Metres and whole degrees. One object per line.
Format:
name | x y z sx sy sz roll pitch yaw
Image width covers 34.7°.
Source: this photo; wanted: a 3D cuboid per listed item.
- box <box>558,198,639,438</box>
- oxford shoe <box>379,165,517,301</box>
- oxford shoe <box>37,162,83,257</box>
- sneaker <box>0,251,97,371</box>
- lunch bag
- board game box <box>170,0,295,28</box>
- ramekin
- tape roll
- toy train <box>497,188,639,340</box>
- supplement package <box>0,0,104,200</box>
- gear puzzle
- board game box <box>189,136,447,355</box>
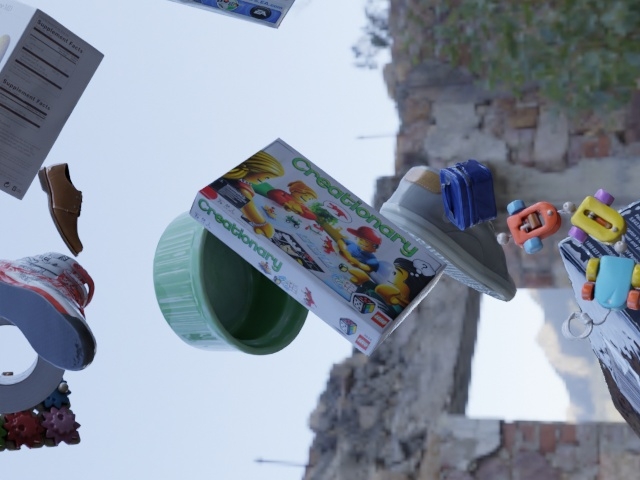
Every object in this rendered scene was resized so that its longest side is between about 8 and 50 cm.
box | 0.734 0.128 1.775 0.480 0.471 0.297 61 179 -37
oxford shoe | 0.247 -0.002 1.763 0.449 0.169 0.130 36 -101 -54
oxford shoe | -0.536 -0.069 2.180 0.076 0.076 0.212 96 155 -81
sneaker | -0.353 0.086 1.408 0.145 0.270 0.090 -13 -61 -48
lunch bag | 0.211 -0.069 1.499 0.067 0.065 0.098 -136 29 -58
board game box | -0.150 -0.459 1.489 0.302 0.308 0.086 136 139 -56
ramekin | -0.165 0.065 1.890 0.303 0.148 0.304 15 -109 -49
tape roll | -0.582 0.206 1.907 0.072 0.219 0.219 -161 66 -74
toy train | 0.264 0.018 1.054 0.046 0.125 0.166 27 -145 -57
supplement package | -0.447 -0.207 1.459 0.134 0.139 0.244 33 -96 -50
gear puzzle | -0.629 0.327 1.992 0.338 0.044 0.176 3 -127 -41
board game box | 0.000 0.000 1.378 0.193 0.305 0.053 -41 -16 -47
